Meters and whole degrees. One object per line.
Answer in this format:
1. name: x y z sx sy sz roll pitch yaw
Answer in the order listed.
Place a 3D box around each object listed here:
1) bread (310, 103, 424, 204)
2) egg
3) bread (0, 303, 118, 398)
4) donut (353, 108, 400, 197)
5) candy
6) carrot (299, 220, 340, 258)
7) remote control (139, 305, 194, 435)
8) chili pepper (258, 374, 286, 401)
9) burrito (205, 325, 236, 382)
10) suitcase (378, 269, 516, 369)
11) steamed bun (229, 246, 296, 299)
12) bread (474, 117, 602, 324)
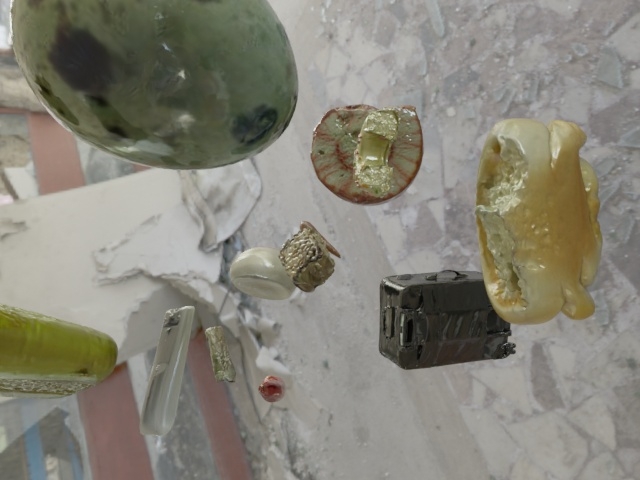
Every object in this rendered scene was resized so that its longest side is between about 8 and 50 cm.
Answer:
1. bread: 0.136 -0.250 1.614 0.114 0.328 0.295 1 -87 -79
2. egg: -0.232 -0.277 0.835 0.345 0.428 0.345 -49 26 34
3. bread: -0.451 0.132 0.717 0.166 0.383 0.112 -25 61 25
4. donut: 0.100 -0.160 1.038 0.108 0.065 0.166 158 120 -77
5. candy: -0.025 0.036 1.032 0.095 0.085 0.110 -37 52 2
6. carrot: 0.000 0.000 1.948 0.216 0.048 0.048 42 130 29
7. remote control: -0.383 0.312 1.349 0.109 0.055 0.313 -15 60 40
8. chili pepper: -0.122 0.372 1.376 0.272 0.071 0.063 101 170 -78
9. burrito: -0.258 0.293 1.415 0.042 0.051 0.171 116 143 -44
10. suitcase: 0.375 0.224 1.643 0.194 0.434 0.283 -161 70 -67
11. steamed bun: -0.185 0.100 1.858 0.232 0.232 0.145 -29 43 55
12. bread: 0.446 -0.041 1.131 0.245 0.329 0.424 -3 91 16
